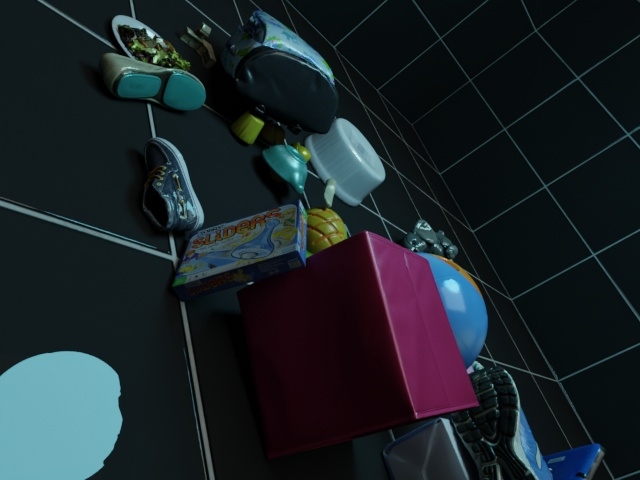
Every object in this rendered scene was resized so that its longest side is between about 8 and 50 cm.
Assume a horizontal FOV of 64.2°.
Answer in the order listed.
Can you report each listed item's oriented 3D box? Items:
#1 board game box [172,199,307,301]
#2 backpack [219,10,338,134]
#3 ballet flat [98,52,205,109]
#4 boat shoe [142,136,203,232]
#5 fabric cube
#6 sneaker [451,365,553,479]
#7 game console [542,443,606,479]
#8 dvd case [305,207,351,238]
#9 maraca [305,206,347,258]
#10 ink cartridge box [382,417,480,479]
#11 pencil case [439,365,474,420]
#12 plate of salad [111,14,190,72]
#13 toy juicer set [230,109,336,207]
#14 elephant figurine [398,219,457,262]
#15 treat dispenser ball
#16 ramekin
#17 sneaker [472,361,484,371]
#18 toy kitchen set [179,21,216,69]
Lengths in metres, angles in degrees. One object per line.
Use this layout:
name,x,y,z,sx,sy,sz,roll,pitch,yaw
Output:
board game box,-0.120,0.013,0.792,0.136,0.201,0.035,-91,161,-54
backpack,-0.127,-0.458,1.361,0.290,0.273,0.355,19,9,-32
ballet flat,-0.328,-0.315,1.004,0.086,0.086,0.248,59,24,10
boat shoe,-0.261,-0.097,0.840,0.183,0.065,0.083,61,23,12
fabric cube,0.060,0.172,0.811,0.259,0.254,0.258,20,49,-55
sneaker,0.328,0.381,0.910,0.147,0.129,0.330,50,27,-37
game console,0.547,0.616,1.116,0.173,0.293,0.250,41,63,14
dvd case,0.049,0.039,1.301,0.179,0.029,0.239,21,40,-52
maraca,0.000,0.000,1.172,0.127,0.099,0.186,9,55,-9
ink cartridge box,0.320,0.519,1.010,0.395,0.151,0.270,25,36,-46
pencil case,0.341,0.355,1.324,0.124,0.124,0.284,38,29,-34
plate of salad,-0.358,-0.413,1.109,0.200,0.048,0.200,43,26,-27
toy juicer set,-0.073,-0.185,1.297,0.329,0.089,0.209,47,18,10
elephant figurine,0.344,0.014,1.769,0.239,0.169,0.186,26,4,-22
treat dispenser ball,0.212,0.169,1.106,0.288,0.288,0.288,43,26,-26
ramekin,0.087,-0.259,1.646,0.277,0.135,0.277,43,26,-27
sneaker,0.513,0.420,1.613,0.057,0.075,0.161,36,30,-38
toy kitchen set,-0.305,-0.506,1.312,0.083,0.068,0.075,25,37,-49
